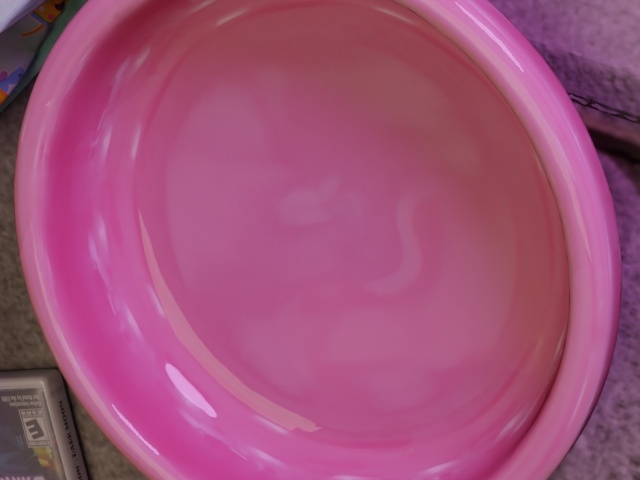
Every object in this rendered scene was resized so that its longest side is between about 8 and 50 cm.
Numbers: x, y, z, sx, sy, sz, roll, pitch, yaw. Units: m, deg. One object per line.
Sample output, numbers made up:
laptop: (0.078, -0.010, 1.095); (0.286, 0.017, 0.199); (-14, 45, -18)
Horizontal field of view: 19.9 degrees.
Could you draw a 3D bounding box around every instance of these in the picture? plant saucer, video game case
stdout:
plant saucer: (0.000, 0.000, 0.935); (0.332, 0.084, 0.332); (9, 110, 24)
video game case: (-0.223, 0.167, 1.146); (0.190, 0.022, 0.173); (-5, 105, 29)

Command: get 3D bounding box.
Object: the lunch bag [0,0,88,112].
lunch bag: (-0.251, -0.152, 0.970); (0.223, 0.160, 0.262); (52, 128, 4)
